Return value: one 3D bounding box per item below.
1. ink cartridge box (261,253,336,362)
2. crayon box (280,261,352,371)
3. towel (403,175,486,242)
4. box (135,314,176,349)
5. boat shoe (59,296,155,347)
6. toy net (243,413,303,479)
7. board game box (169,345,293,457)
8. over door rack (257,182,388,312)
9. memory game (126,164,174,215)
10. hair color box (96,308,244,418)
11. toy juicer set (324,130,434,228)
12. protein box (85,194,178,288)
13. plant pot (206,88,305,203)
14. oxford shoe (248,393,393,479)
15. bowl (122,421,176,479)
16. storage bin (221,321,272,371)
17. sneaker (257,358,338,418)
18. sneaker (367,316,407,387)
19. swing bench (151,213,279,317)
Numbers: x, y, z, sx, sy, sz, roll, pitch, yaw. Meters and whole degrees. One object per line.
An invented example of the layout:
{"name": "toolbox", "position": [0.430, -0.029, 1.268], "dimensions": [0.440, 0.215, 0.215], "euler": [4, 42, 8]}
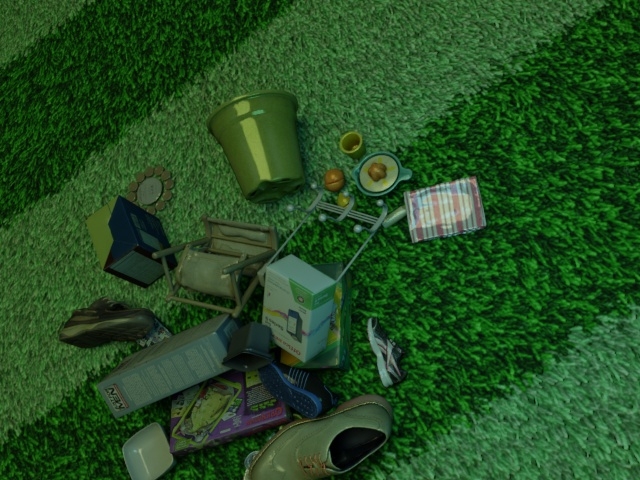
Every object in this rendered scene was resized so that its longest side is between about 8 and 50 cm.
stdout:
{"name": "ink cartridge box", "position": [-0.057, 0.166, 1.619], "dimensions": [0.154, 0.093, 0.212], "euler": [29, 129, 31]}
{"name": "crayon box", "position": [-0.008, 0.204, 1.749], "dimensions": [0.166, 0.081, 0.278], "euler": [-6, 69, 22]}
{"name": "towel", "position": [0.320, -0.080, 1.721], "dimensions": [0.197, 0.029, 0.144], "euler": [-12, 78, 15]}
{"name": "box", "position": [-0.486, 0.290, 1.957], "dimensions": [0.137, 0.027, 0.094], "euler": [34, 88, 30]}
{"name": "boat shoe", "position": [-0.640, 0.229, 1.974], "dimensions": [0.356, 0.132, 0.130], "euler": [-12, 60, 27]}
{"name": "toy net", "position": [-0.135, 0.524, 1.704], "dimensions": [0.232, 0.045, 0.122], "euler": [-49, 60, 0]}
{"name": "board game box", "position": [-0.242, 0.428, 1.761], "dimensions": [0.347, 0.056, 0.208], "euler": [-21, 45, 16]}
{"name": "over door rack", "position": [0.000, 0.000, 1.727], "dimensions": [0.240, 0.108, 0.324], "euler": [18, 68, 34]}
{"name": "memory game", "position": [-0.557, -0.160, 2.169], "dimensions": [0.186, 0.012, 0.186], "euler": [-8, 68, 21]}
{"name": "hair color box", "position": [-0.392, 0.331, 1.797], "dimensions": [0.375, 0.185, 0.113], "euler": [-24, 99, 13]}
{"name": "toy juicer set", "position": [0.139, -0.151, 1.816], "dimensions": [0.329, 0.089, 0.209], "euler": [36, 88, 30]}
{"name": "protein box", "position": [-0.568, 0.007, 2.000], "dimensions": [0.136, 0.201, 0.199], "euler": [-34, 61, 9]}
{"name": "plant pot", "position": [-0.161, -0.253, 1.910], "dimensions": [0.276, 0.276, 0.253], "euler": [-22, 75, 15]}
{"name": "oxford shoe", "position": [-0.009, 0.501, 1.576], "dimensions": [0.397, 0.146, 0.140], "euler": [-34, 98, 10]}
{"name": "bowl", "position": [-0.462, 0.590, 1.819], "dimensions": [0.142, 0.053, 0.142], "euler": [-36, 61, 6]}
{"name": "storage bin", "position": [-0.171, 0.263, 1.643], "dimensions": [0.135, 0.098, 0.091], "euler": [-33, 42, 49]}
{"name": "sneaker", "position": [-0.058, 0.360, 1.651], "dimensions": [0.232, 0.091, 0.081], "euler": [30, 117, 37]}
{"name": "sneaker", "position": [0.170, 0.275, 1.662], "dimensions": [0.077, 0.072, 0.178], "euler": [-17, 72, 4]}
{"name": "swing bench", "position": [-0.280, 0.063, 1.858], "dimensions": [0.254, 0.165, 0.254], "euler": [10, 34, 28]}
